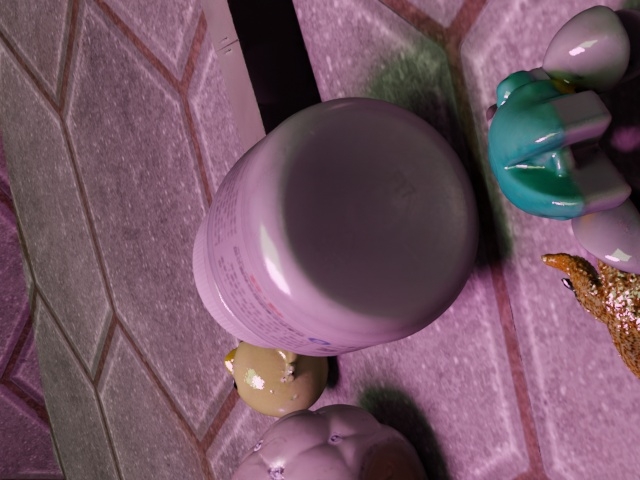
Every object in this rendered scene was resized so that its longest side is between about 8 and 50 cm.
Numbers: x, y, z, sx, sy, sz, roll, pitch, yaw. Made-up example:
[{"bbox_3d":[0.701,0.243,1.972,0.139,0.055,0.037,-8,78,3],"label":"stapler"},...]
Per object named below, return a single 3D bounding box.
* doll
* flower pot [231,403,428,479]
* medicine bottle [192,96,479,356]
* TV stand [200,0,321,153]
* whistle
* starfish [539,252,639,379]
[{"bbox_3d":[0.198,-0.095,0.944,0.258,0.153,0.195,-110,-1,-53],"label":"doll"},{"bbox_3d":[0.016,0.319,1.482,0.195,0.246,0.246,-15,93,38],"label":"flower pot"},{"bbox_3d":[0.000,0.000,1.279,0.306,0.245,0.245,-26,83,66],"label":"medicine bottle"},{"bbox_3d":[-0.078,-0.244,1.468,0.083,0.088,0.269,-10,98,66],"label":"TV stand"},{"bbox_3d":[-0.083,0.176,1.715,0.294,0.141,0.141,-3,104,65],"label":"whistle"},{"bbox_3d":[0.268,0.042,0.988,0.208,0.053,0.176,55,142,21],"label":"starfish"}]
